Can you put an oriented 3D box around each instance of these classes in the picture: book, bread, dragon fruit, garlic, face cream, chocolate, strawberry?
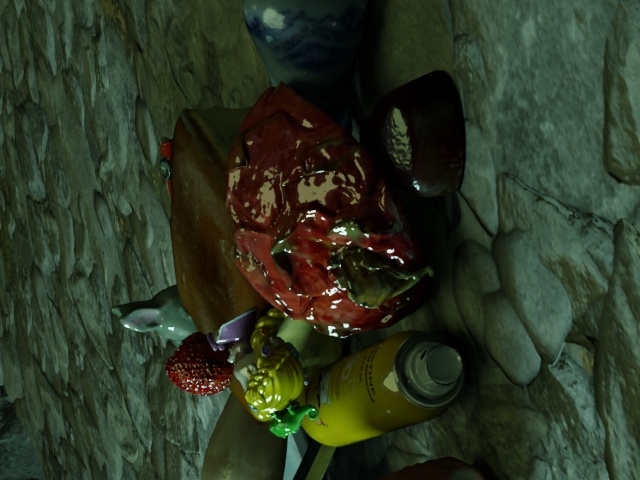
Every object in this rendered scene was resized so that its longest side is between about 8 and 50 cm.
[{"bbox_3d":[-0.029,0.332,1.965,0.025,0.269,0.191,27,149,0],"label":"book"},{"bbox_3d":[-0.086,0.028,2.004,0.333,0.143,0.323,51,146,46],"label":"bread"},{"bbox_3d":[0.000,0.000,1.641,0.317,0.152,0.205,60,162,-17],"label":"dragon fruit"},{"bbox_3d":[-0.097,0.283,2.105,0.143,0.112,0.318,123,166,-60],"label":"garlic"},{"bbox_3d":[0.074,0.170,1.757,0.349,0.105,0.105,-33,72,66],"label":"face cream"},{"bbox_3d":[0.090,-0.099,1.595,0.149,0.080,0.125,-40,65,64],"label":"chocolate"},{"bbox_3d":[-0.151,0.162,1.949,0.096,0.083,0.083,18,120,54],"label":"strawberry"}]

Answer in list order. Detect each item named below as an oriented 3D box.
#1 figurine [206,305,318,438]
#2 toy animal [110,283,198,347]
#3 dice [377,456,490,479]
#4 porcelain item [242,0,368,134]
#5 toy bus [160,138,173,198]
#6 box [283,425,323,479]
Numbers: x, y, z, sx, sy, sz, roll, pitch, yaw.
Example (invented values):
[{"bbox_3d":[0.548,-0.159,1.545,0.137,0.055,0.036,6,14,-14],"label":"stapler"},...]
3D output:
[{"bbox_3d":[-0.050,0.152,1.819,0.156,0.115,0.095,62,-163,7],"label":"figurine"},{"bbox_3d":[-0.189,0.118,2.224,0.138,0.108,0.236,42,-175,35],"label":"toy animal"},{"bbox_3d":[0.123,0.360,1.669,0.174,0.175,0.179,59,149,36],"label":"dice"},{"bbox_3d":[-0.013,-0.222,1.708,0.141,0.141,0.259,54,158,43],"label":"porcelain item"},{"bbox_3d":[-0.171,-0.061,2.241,0.089,0.081,0.195,-4,98,58],"label":"toy bus"},{"bbox_3d":[-0.062,0.348,2.270,0.142,0.044,0.285,67,156,12],"label":"box"}]
